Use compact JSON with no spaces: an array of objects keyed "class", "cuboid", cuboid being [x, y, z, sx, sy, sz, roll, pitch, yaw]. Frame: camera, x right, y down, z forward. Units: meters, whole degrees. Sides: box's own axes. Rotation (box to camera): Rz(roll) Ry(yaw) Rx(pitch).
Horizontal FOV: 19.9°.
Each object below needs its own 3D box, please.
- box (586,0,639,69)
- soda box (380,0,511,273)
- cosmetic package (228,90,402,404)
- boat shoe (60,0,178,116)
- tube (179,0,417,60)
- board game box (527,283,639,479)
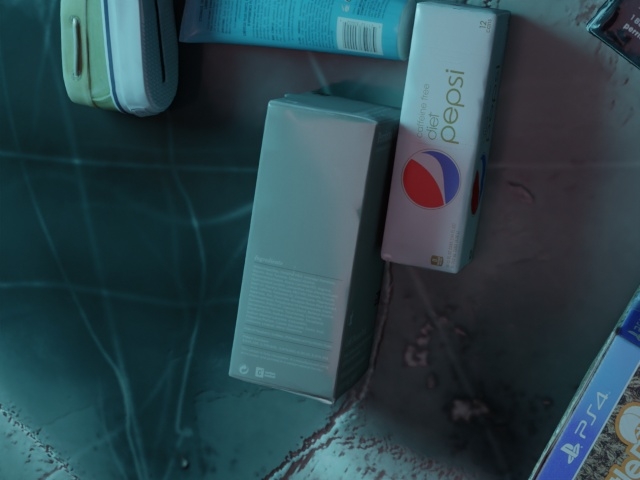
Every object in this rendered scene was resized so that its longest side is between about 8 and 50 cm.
[{"class":"box","cuboid":[0.363,-0.218,1.298,0.182,0.296,0.294,38,106,7]},{"class":"soda box","cuboid":[0.103,-0.086,1.506,0.069,0.074,0.216,10,101,13]},{"class":"cosmetic package","cuboid":[0.000,0.000,1.522,0.107,0.127,0.238,14,104,13]},{"class":"boat shoe","cuboid":[-0.184,-0.253,1.544,0.094,0.109,0.302,1,102,17]},{"class":"tube","cuboid":[-0.022,-0.192,1.540,0.207,0.052,0.080,11,97,19]},{"class":"board game box","cuboid":[0.331,0.176,1.403,0.291,0.232,0.141,30,105,10]}]
